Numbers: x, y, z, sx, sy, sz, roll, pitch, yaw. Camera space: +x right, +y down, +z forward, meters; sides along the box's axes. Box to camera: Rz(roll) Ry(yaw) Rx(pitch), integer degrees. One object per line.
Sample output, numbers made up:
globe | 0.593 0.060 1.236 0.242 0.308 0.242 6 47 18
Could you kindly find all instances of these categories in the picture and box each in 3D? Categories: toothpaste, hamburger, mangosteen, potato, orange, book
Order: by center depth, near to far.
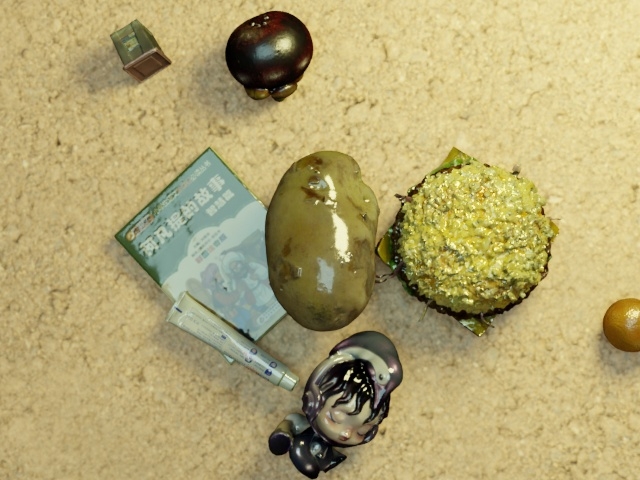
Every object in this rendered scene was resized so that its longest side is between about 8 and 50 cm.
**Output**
potato | 0.000 0.000 1.727 0.164 0.165 0.263 5 69 5
hamburger | 0.207 0.003 1.730 0.243 0.138 0.262 35 92 5
orange | 0.445 0.121 1.739 0.085 0.085 0.085 0 90 6
mangosteen | -0.071 -0.262 1.775 0.140 0.140 0.140 0 90 6
toothpaste | -0.127 0.153 1.791 0.218 0.033 0.052 32 92 6
book | -0.148 0.023 1.820 0.202 0.027 0.264 -42 86 5

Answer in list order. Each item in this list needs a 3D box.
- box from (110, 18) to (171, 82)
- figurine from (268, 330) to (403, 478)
box | -0.268 -0.281 1.806 0.060 0.084 0.063 -32 79 6
figurine | 0.033 0.230 1.763 0.145 0.145 0.222 45 105 4
